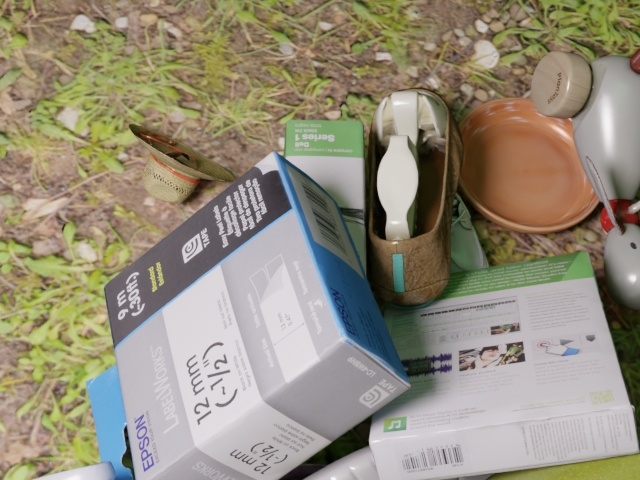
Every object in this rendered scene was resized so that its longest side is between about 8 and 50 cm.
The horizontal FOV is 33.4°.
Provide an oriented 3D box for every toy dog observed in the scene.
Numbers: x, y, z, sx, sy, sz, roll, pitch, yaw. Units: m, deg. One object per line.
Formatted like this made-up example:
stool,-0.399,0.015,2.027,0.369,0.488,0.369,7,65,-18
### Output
toy dog,0.376,-0.104,1.250,0.220,0.161,0.334,-17,72,-27

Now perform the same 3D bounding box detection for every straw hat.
straw hat,-0.177,-0.078,1.265,0.144,0.144,0.061,31,99,11

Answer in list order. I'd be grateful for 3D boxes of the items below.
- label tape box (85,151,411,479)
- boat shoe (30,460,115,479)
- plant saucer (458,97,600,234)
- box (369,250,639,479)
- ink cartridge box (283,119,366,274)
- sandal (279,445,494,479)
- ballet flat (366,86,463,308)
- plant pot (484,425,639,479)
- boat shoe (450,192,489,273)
label tape box,-0.113,0.117,1.005,0.347,0.115,0.249,-36,45,15
boat shoe,-0.280,0.273,1.014,0.226,0.083,0.076,-24,78,25
plant saucer,0.258,-0.091,1.342,0.199,0.037,0.200,3,60,-6
box,0.175,0.116,1.067,0.232,0.059,0.322,-9,24,11
ink cartridge box,0.000,0.000,1.188,0.092,0.160,0.220,3,60,-2
sandal,-0.015,0.287,1.052,0.416,0.169,0.102,-18,24,-16
ballet flat,0.097,-0.086,1.193,0.116,0.124,0.342,-2,49,14
plant pot,0.175,0.333,0.957,0.293,0.275,0.275,-16,64,-14
boat shoe,0.150,-0.028,1.277,0.066,0.063,0.184,-14,62,-14
